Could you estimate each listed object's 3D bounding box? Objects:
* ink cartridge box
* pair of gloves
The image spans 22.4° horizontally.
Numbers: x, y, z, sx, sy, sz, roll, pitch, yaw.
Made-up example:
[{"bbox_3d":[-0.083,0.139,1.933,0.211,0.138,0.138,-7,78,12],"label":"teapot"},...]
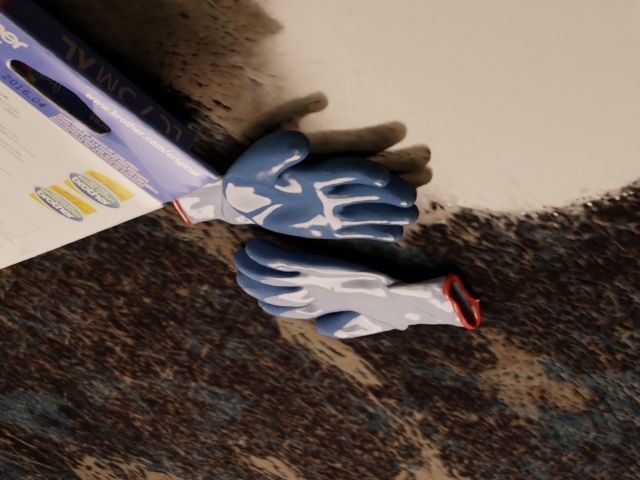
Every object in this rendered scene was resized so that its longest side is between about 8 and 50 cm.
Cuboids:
[{"bbox_3d":[-0.205,-0.068,0.916,0.186,0.065,0.311,39,148,-27],"label":"ink cartridge box"},{"bbox_3d":[0.000,0.000,0.936,0.159,0.023,0.198,1,145,28],"label":"pair of gloves"}]
